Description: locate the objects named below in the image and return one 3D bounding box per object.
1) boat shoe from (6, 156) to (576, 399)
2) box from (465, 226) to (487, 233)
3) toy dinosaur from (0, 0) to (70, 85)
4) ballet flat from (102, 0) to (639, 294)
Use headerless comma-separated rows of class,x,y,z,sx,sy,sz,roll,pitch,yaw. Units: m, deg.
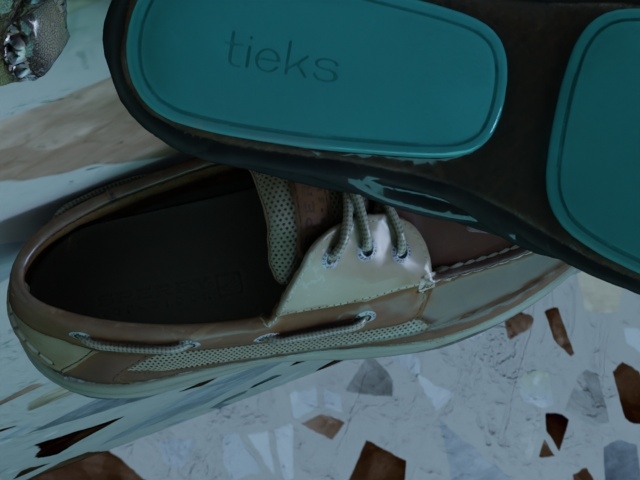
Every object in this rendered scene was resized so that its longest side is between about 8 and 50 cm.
boat shoe,0.000,0.000,0.863,0.324,0.123,0.116,-19,164,-1
box,0.189,-0.060,0.651,0.257,0.128,0.122,7,-168,38
toy dinosaur,-0.123,-0.072,0.320,0.118,0.064,0.268,-30,170,0
ballet flat,0.068,-0.044,0.589,0.280,0.095,0.096,18,-176,-2
